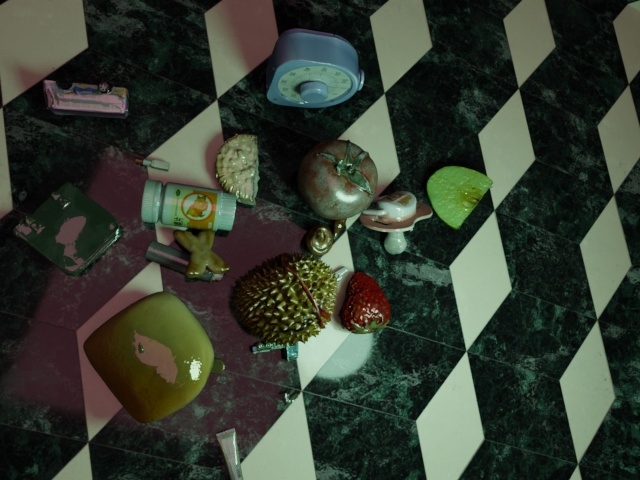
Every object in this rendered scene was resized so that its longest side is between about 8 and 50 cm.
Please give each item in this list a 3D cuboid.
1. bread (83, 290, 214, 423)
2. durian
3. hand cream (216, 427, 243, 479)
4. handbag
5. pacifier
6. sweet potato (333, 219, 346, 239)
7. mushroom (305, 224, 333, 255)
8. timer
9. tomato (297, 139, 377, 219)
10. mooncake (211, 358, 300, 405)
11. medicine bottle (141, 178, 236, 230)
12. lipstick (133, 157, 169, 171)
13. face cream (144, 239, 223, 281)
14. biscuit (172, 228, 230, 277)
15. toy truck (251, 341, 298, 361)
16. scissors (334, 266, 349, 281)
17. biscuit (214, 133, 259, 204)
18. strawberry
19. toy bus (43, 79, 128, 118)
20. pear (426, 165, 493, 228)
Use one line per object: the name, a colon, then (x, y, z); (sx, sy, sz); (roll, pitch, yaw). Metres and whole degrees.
bread: (-0.546, 0.382, 1.512); (0.348, 0.253, 0.375); (-34, 93, -22)
durian: (-0.113, 0.206, 1.640); (0.385, 0.348, 0.347); (-32, 92, 23)
hand cream: (-0.316, 0.785, 1.627); (0.067, 0.043, 0.209); (-12, 79, -20)
handbag: (-0.865, -0.041, 1.574); (0.260, 0.079, 0.247); (41, 72, -6)
pacifier: (0.306, -0.086, 1.857); (0.332, 0.220, 0.273); (-29, 91, -42)
sweet potato: (0.073, -0.057, 1.874); (0.049, 0.049, 0.117); (21, 82, -13)
mushroom: (-0.005, -0.001, 1.822); (0.126, 0.085, 0.109); (-47, 131, -20)
timer: (-0.013, -0.634, 1.772); (0.396, 0.395, 0.173); (1, 80, -16)
tomato: (0.066, -0.236, 1.773); (0.317, 0.282, 0.316); (6, 72, -20)
mooncake: (-0.240, 0.520, 1.681); (0.347, 0.057, 0.150); (43, 85, -9)
medicine bottle: (-0.473, -0.123, 1.662); (0.319, 0.158, 0.157); (7, 79, -15)
lipstick: (-0.633, -0.288, 1.707); (0.129, 0.030, 0.030); (10, 79, -15)
face cream: (-0.493, 0.083, 1.666); (0.284, 0.073, 0.073); (22, 76, -12)
biscuit: (-0.432, 0.042, 1.652); (0.164, 0.047, 0.207); (-6, 54, -33)
toy truck: (-0.168, 0.416, 1.713); (0.175, 0.067, 0.081); (-3, 83, -17)
scissors: (0.017, 0.181, 1.826); (0.242, 0.030, 0.118); (-38, 93, -15)
biscuit: (-0.321, -0.277, 1.771); (0.179, 0.084, 0.280); (-1, 82, -17)
strawberry: (0.172, 0.243, 1.803); (0.206, 0.205, 0.244); (1, 59, -17)
toy bus: (-0.844, -0.512, 1.651); (0.274, 0.090, 0.112); (0, 87, -16)
pear: (0.572, -0.197, 2.006); (0.239, 0.139, 0.288); (38, 77, 8)
